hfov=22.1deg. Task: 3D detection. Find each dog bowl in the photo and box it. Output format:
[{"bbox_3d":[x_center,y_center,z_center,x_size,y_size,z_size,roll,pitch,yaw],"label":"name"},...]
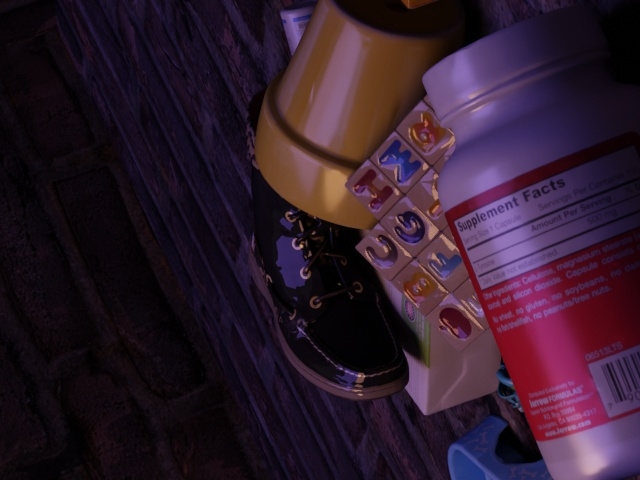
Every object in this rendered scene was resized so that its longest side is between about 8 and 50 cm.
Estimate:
[{"bbox_3d":[0.261,0.347,2.178,0.297,0.074,0.166,36,144,61],"label":"dog bowl"}]

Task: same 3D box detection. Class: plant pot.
[{"bbox_3d":[0.065,-0.180,1.908,0.254,0.254,0.239,55,143,41],"label":"plant pot"}]

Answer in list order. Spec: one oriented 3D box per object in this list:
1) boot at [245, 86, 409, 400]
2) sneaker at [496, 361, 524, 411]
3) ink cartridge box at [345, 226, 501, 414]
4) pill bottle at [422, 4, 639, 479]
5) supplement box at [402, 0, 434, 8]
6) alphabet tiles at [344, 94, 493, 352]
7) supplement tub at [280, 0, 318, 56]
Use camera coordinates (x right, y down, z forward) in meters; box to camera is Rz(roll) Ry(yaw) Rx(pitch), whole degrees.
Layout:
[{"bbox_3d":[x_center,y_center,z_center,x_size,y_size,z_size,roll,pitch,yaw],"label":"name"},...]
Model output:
[{"bbox_3d":[0.000,0.000,2.094,0.377,0.138,0.284,-122,24,-48],"label":"boot"},{"bbox_3d":[0.255,0.162,1.902,0.107,0.110,0.275,39,147,60],"label":"sneaker"},{"bbox_3d":[0.109,0.037,2.201,0.353,0.119,0.207,54,155,43],"label":"ink cartridge box"},{"bbox_3d":[0.247,0.003,1.513,0.229,0.229,0.408,143,106,-73],"label":"pill bottle"},{"bbox_3d":[0.134,-0.350,1.513,0.194,0.191,0.129,86,157,-44],"label":"supplement box"},{"bbox_3d":[0.180,-0.019,1.747,0.285,0.011,0.342,45,137,2],"label":"alphabet tiles"},{"bbox_3d":[-0.011,-0.280,2.295,0.071,0.071,0.107,-150,43,-66],"label":"supplement tub"}]
